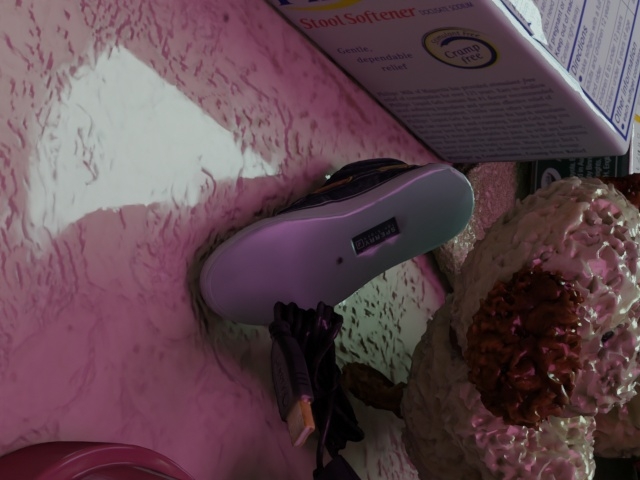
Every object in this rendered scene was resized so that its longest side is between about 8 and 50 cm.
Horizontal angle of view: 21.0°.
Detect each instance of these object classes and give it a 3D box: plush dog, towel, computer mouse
[{"bbox_3d":[0.129,0.058,1.030,0.262,0.211,0.225,-49,162,-45],"label":"plush dog"},{"bbox_3d":[0.127,-0.015,1.239,0.148,0.027,0.110,-52,126,-38],"label":"towel"},{"bbox_3d":[0.021,0.158,0.959,0.184,0.060,0.262,72,10,-52],"label":"computer mouse"}]

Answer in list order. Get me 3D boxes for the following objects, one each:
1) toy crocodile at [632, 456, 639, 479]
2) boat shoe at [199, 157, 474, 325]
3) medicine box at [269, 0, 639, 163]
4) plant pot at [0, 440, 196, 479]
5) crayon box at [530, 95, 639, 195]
[{"bbox_3d":[0.279,0.117,1.261,0.340,0.115,0.105,100,-7,-63],"label":"toy crocodile"},{"bbox_3d":[0.000,0.000,1.061,0.183,0.083,0.065,-21,106,-22],"label":"boat shoe"},{"bbox_3d":[0.100,-0.231,1.120,0.289,0.149,0.263,38,60,-43],"label":"medicine box"},{"bbox_3d":[-0.076,0.202,0.858,0.201,0.180,0.201,2,87,-52],"label":"plant pot"},{"bbox_3d":[0.266,-0.039,1.349,0.323,0.083,0.203,18,73,-55],"label":"crayon box"}]
